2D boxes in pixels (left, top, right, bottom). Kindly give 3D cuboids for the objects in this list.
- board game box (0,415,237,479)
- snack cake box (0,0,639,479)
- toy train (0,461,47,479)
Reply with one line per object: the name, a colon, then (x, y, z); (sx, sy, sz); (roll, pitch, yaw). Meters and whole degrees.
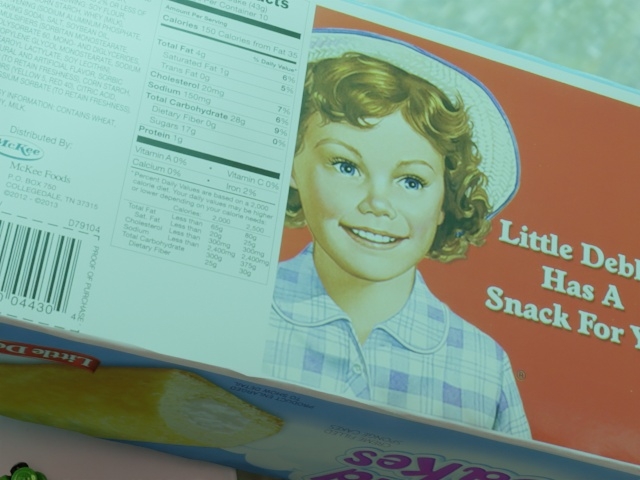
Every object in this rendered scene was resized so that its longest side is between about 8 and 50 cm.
board game box: (-0.217, 0.166, 0.480); (0.390, 0.050, 0.390); (-6, 69, -5)
snack cake box: (0.000, 0.000, 0.490); (0.264, 0.089, 0.152); (15, 61, -14)
toy train: (-0.091, 0.114, 0.469); (0.024, 0.017, 0.083); (-29, 72, -2)
